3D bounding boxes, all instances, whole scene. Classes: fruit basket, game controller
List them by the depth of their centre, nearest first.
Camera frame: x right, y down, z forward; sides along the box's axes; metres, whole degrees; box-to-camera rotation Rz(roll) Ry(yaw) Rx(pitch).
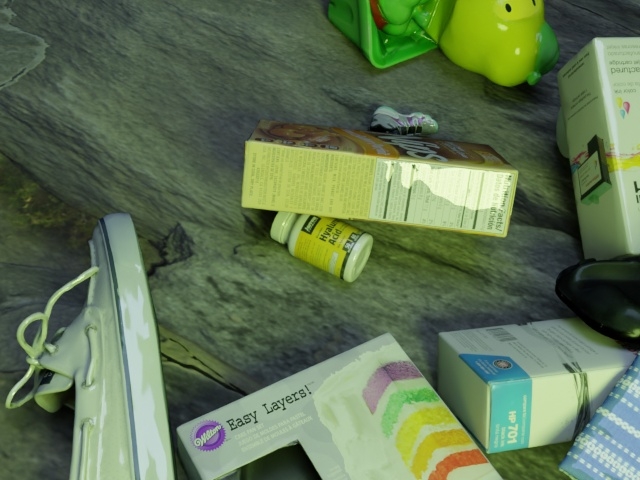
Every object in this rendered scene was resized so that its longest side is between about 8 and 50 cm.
[{"bbox_3d":[0.427,0.071,0.897,0.319,0.067,0.166,2,26,-7],"label":"game controller"},{"bbox_3d":[0.226,-0.411,1.312,0.391,0.283,0.392,-5,32,3],"label":"fruit basket"}]

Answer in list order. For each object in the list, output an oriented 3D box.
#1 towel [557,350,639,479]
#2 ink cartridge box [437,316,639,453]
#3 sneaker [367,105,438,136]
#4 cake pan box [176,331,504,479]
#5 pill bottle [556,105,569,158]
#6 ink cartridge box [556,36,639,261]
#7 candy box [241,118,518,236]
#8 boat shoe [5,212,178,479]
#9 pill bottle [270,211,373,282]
[{"bbox_3d":[0.410,0.146,0.735,0.243,0.040,0.336,34,71,27],"label":"towel"},{"bbox_3d":[0.233,0.143,0.853,0.190,0.082,0.139,-4,15,-12],"label":"ink cartridge box"},{"bbox_3d":[0.117,-0.156,1.192,0.098,0.038,0.069,12,47,17],"label":"sneaker"},{"bbox_3d":[0.021,0.237,0.785,0.266,0.070,0.246,-20,50,-22],"label":"cake pan box"},{"bbox_3d":[0.454,-0.161,1.181,0.208,0.118,0.118,-1,47,-7],"label":"pill bottle"},{"bbox_3d":[0.434,-0.107,1.044,0.201,0.117,0.278,-3,78,-9],"label":"ink cartridge box"},{"bbox_3d":[0.068,-0.083,1.030,0.316,0.088,0.183,6,17,-1],"label":"candy box"},{"bbox_3d":[-0.237,0.132,0.820,0.156,0.136,0.367,-8,58,-11],"label":"boat shoe"},{"bbox_3d":[0.000,0.000,1.007,0.116,0.065,0.065,24,48,16],"label":"pill bottle"}]
